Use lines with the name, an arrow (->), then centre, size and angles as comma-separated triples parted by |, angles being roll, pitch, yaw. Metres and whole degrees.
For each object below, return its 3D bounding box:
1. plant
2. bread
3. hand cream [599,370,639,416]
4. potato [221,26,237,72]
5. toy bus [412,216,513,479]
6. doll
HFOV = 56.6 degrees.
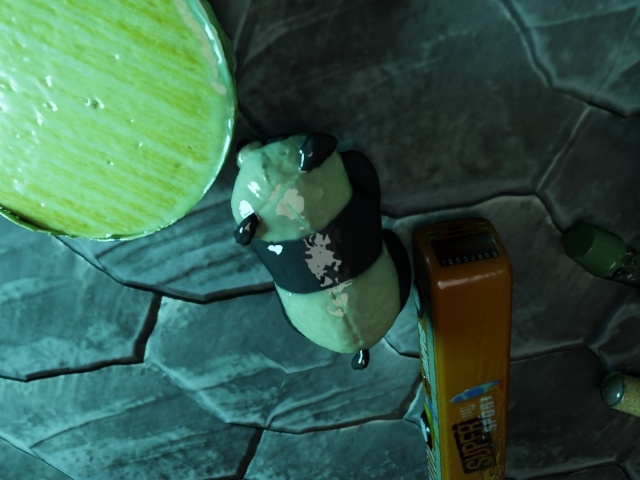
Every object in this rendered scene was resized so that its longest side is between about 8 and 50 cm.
plant -> 0.310, 0.019, 0.635 | 0.102, 0.051, 0.051 | 23, 115, -22
bread -> -0.213, -0.125, 0.498 | 0.301, 0.045, 0.302 | 3, 121, 6
hand cream -> 0.447, 0.213, 0.747 | 0.203, 0.084, 0.084 | 17, 117, -6
potato -> -0.108, -0.174, 0.504 | 0.093, 0.036, 0.037 | 46, 137, -16
toy bus -> 0.164, 0.167, 0.683 | 0.093, 0.092, 0.409 | -11, 121, -1
doll -> 0.002, 0.001, 0.555 | 0.143, 0.135, 0.234 | -21, 115, 5
